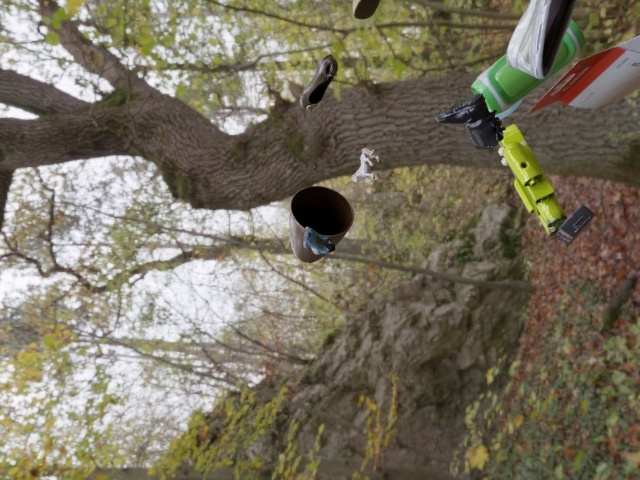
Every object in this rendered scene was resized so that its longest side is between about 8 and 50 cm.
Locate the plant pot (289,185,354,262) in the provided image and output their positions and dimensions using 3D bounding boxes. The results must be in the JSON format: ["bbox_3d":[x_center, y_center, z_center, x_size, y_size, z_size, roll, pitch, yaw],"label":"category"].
[{"bbox_3d":[-0.021,-0.030,1.846,0.231,0.215,0.216,113,177,-50],"label":"plant pot"}]

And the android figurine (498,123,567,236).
[{"bbox_3d":[0.448,-0.142,1.175,0.248,0.056,0.273,25,-141,-63],"label":"android figurine"}]

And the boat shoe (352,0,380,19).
[{"bbox_3d":[0.168,-0.835,1.706,0.285,0.104,0.090,-47,52,55],"label":"boat shoe"}]

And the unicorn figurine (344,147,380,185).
[{"bbox_3d":[0.163,-0.258,1.950,0.060,0.111,0.162,-4,-65,-42],"label":"unicorn figurine"}]

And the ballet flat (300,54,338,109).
[{"bbox_3d":[-0.001,-0.485,1.709,0.084,0.058,0.250,-31,-9,-30],"label":"ballet flat"}]

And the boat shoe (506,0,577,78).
[{"bbox_3d":[0.512,-0.514,1.155,0.118,0.103,0.321,-4,-54,-35],"label":"boat shoe"}]

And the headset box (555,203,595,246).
[{"bbox_3d":[0.476,-0.028,1.008,0.062,0.032,0.083,-47,-21,2],"label":"headset box"}]

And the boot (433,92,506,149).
[{"bbox_3d":[0.285,-0.219,1.029,0.045,0.121,0.099,-49,-67,-33],"label":"boot"}]

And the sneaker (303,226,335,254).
[{"bbox_3d":[0.000,0.000,1.602,0.162,0.073,0.064,33,-118,-65],"label":"sneaker"}]

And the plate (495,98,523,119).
[{"bbox_3d":[0.550,-0.440,1.721,0.024,0.188,0.188,51,-140,-34],"label":"plate"}]

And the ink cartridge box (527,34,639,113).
[{"bbox_3d":[0.535,-0.302,1.007,0.066,0.232,0.189,59,167,10],"label":"ink cartridge box"}]

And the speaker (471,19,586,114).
[{"bbox_3d":[0.576,-0.485,1.506,0.131,0.296,0.131,50,-167,-16],"label":"speaker"}]
